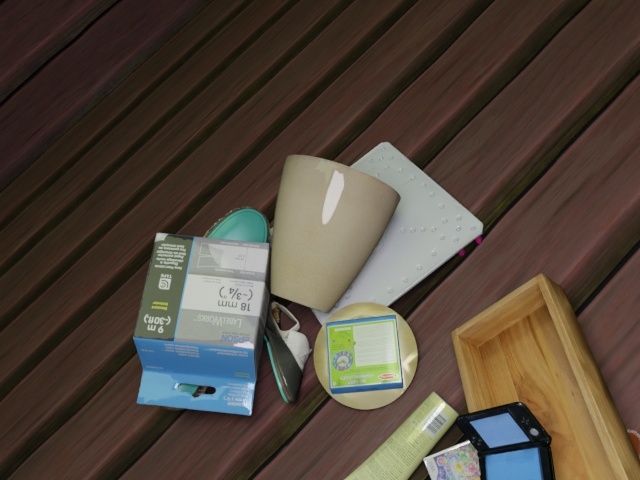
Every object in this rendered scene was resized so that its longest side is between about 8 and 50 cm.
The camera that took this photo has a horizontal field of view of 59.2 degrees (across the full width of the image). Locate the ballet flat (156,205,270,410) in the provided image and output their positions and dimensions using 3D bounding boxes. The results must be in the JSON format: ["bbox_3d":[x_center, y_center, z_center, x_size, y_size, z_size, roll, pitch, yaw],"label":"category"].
[{"bbox_3d":[-0.259,0.151,1.296,0.163,0.182,0.483,23,70,-7],"label":"ballet flat"}]

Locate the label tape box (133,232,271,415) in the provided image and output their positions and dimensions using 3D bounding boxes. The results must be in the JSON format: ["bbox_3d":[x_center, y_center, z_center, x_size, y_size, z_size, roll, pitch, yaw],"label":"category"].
[{"bbox_3d":[-0.235,0.164,1.135,0.240,0.106,0.334,5,68,2],"label":"label tape box"}]

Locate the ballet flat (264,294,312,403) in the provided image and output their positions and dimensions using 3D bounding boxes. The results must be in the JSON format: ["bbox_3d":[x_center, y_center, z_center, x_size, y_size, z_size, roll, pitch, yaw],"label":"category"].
[{"bbox_3d":[-0.081,0.213,1.206,0.096,0.095,0.280,-27,47,-6],"label":"ballet flat"}]

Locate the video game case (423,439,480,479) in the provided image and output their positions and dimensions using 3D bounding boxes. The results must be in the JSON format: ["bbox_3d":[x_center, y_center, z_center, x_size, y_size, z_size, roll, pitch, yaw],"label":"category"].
[{"bbox_3d":[0.242,0.379,0.925,0.122,0.011,0.087,-26,70,10],"label":"video game case"}]

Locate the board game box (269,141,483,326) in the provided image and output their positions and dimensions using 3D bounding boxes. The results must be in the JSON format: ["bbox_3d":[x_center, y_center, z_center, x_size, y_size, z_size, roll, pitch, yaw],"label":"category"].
[{"bbox_3d":[0.105,-0.008,1.287,0.390,0.050,0.390,-38,47,0],"label":"board game box"}]

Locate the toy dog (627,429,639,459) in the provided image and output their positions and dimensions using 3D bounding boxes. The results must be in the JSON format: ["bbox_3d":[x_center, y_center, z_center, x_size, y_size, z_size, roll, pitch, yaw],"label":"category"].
[{"bbox_3d":[0.494,0.334,0.732,0.333,0.161,0.220,-41,47,-4],"label":"toy dog"}]

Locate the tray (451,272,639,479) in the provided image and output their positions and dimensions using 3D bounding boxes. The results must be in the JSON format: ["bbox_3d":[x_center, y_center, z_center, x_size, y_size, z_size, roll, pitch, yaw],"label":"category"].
[{"bbox_3d":[0.331,0.265,0.845,0.203,0.076,0.411,-43,29,32],"label":"tray"}]

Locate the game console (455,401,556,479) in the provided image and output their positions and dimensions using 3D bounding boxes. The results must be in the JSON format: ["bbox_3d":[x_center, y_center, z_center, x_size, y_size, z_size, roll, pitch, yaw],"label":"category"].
[{"bbox_3d":[0.254,0.297,0.787,0.122,0.107,0.071,-33,8,43],"label":"game console"}]

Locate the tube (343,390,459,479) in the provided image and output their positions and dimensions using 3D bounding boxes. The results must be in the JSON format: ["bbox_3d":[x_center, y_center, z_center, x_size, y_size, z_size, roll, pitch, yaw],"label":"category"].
[{"bbox_3d":[0.141,0.372,0.984,0.240,0.062,0.070,-48,13,-4],"label":"tube"}]

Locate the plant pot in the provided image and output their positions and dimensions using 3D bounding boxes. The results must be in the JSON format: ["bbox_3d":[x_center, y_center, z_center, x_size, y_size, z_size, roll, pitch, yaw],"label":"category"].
[{"bbox_3d":[0.000,0.000,1.163,0.256,0.256,0.274,15,82,37],"label":"plant pot"}]

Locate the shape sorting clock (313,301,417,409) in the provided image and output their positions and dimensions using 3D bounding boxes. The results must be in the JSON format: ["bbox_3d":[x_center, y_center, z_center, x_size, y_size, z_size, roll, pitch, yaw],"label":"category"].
[{"bbox_3d":[0.087,0.224,1.102,0.206,0.040,0.206,-6,68,15],"label":"shape sorting clock"}]
